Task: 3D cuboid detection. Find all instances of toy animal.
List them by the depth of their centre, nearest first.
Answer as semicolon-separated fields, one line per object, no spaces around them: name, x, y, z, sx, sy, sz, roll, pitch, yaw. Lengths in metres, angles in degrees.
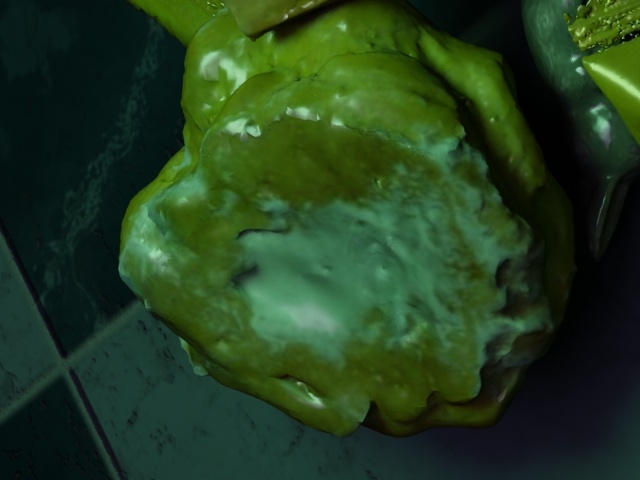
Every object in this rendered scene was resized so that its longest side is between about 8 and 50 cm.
toy animal;0.221;-0.113;1.456;0.138;0.108;0.236;-152;49;-64

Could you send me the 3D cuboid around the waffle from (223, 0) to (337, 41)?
waffle;0.048;-0.327;1.406;0.304;0.077;0.348;-24;44;12

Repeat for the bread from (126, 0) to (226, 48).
bread;-0.155;-0.301;1.699;0.383;0.112;0.166;36;112;28

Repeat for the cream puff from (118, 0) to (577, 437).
cream puff;0.025;-0.037;1.477;0.378;0.275;0.378;9;122;15

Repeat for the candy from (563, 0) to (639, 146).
candy;0.313;-0.063;1.361;0.187;0.081;0.297;-20;90;11
